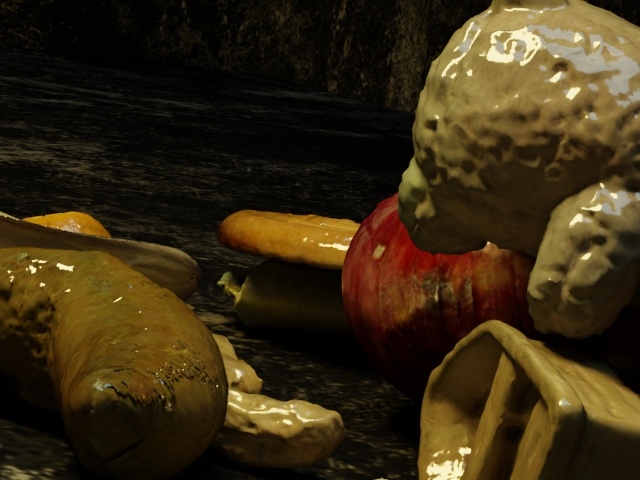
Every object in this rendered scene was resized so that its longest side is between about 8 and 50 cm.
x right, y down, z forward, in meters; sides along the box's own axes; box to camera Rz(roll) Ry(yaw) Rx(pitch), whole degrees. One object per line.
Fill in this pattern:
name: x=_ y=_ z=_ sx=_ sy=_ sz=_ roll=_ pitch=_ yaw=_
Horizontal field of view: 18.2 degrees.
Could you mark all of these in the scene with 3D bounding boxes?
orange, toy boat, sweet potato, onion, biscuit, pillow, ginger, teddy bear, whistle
orange: x=-0.174 y=0.017 z=1.323 sx=0.083 sy=0.070 sz=0.083 roll=-4 pitch=2 yaw=0
toy boat: x=0.098 y=0.104 z=0.941 sx=0.061 sy=0.116 sz=0.188 roll=13 pitch=10 yaw=-14
sweet potato: x=-0.116 y=0.061 z=1.017 sx=0.124 sy=0.098 sz=0.310 roll=-3 pitch=12 yaw=-27
onion: x=0.139 y=0.031 z=1.199 sx=0.246 sy=0.190 sz=0.246 roll=-12 pitch=19 yaw=4
biscuit: x=0.000 y=-0.001 z=1.406 sx=0.144 sy=0.033 sz=0.224 roll=8 pitch=2 yaw=-3
pillow: x=-0.189 y=0.019 z=1.145 sx=0.232 sy=0.038 sz=0.130 roll=18 pitch=-42 yaw=-32
ginger: x=-0.054 y=0.088 z=1.090 sx=0.069 sy=0.051 sz=0.173 roll=0 pitch=18 yaw=-29
teddy bear: x=0.176 y=-0.025 z=1.005 sx=0.267 sy=0.151 sz=0.236 roll=30 pitch=41 yaw=12
whistle: x=0.086 y=0.055 z=1.440 sx=0.326 sy=0.057 sz=0.068 roll=8 pitch=8 yaw=-16

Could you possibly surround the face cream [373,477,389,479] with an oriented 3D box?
face cream: x=0.004 y=0.132 z=0.949 sx=0.038 sy=0.020 sz=0.115 roll=17 pitch=13 yaw=31
